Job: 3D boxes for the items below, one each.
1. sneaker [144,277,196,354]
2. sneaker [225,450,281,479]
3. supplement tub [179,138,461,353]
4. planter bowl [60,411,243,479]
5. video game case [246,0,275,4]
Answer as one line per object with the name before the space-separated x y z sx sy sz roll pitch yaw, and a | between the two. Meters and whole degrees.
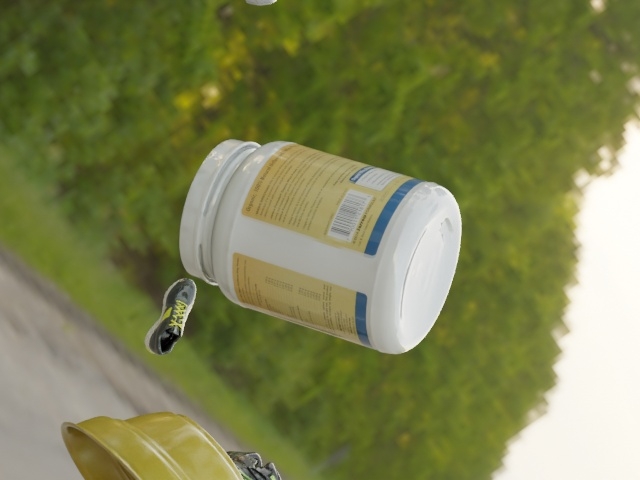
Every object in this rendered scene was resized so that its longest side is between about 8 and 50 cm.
sneaker | -0.142 0.078 1.884 0.031 0.083 0.035 23 4 -28
sneaker | -0.080 0.273 2.102 0.188 0.078 0.067 -124 -157 -72
supplement tub | 0.000 0.000 1.569 0.199 0.144 0.144 18 -20 22
planter bowl | -0.130 0.221 1.719 0.217 0.090 0.217 43 -21 20
video game case | -0.015 -0.427 1.825 0.036 0.329 0.300 4 -58 29
